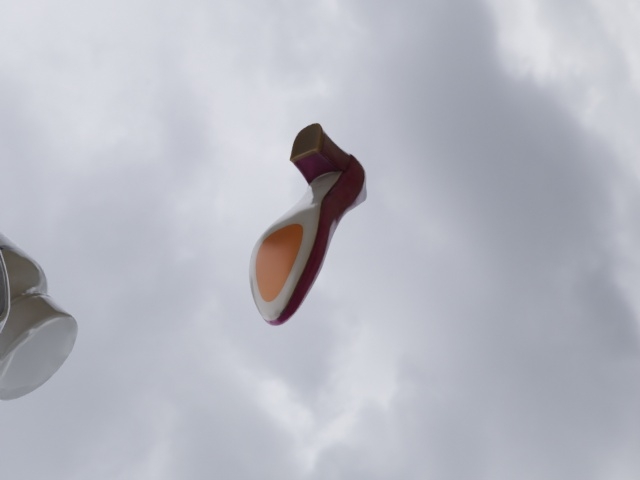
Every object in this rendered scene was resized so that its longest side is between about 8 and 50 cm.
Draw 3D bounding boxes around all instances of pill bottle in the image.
[{"bbox_3d":[-0.464,0.055,0.947,0.319,0.176,0.176,35,-145,19],"label":"pill bottle"}]

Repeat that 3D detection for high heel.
[{"bbox_3d":[0.000,0.000,0.758,0.117,0.082,0.244,46,-144,-37],"label":"high heel"}]

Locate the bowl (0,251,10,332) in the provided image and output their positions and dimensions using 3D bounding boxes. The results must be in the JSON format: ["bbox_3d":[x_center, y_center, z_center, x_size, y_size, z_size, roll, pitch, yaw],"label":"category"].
[{"bbox_3d":[-0.293,0.037,0.510,0.142,0.053,0.142,6,-154,-32],"label":"bowl"}]
